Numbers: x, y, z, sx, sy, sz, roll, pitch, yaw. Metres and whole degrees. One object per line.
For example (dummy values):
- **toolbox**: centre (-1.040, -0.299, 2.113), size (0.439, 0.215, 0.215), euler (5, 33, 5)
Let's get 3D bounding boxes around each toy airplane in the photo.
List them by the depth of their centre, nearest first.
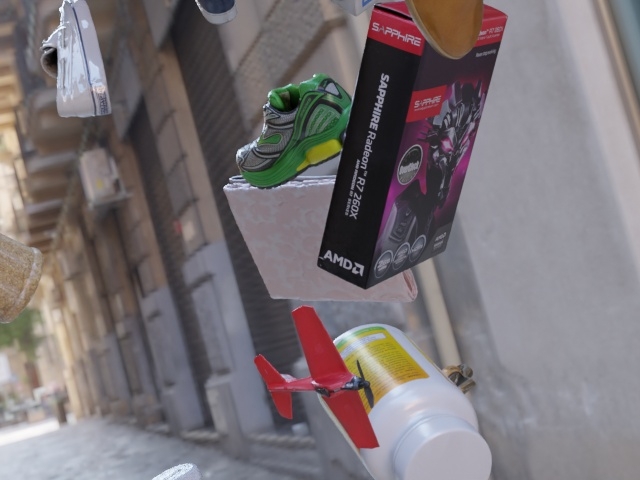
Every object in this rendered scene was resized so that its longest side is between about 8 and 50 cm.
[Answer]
- **toy airplane**: centre (-0.008, 0.126, 1.009), size (0.028, 0.151, 0.151), euler (-35, 8, -35)

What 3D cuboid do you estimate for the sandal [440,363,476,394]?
- **sandal**: centre (0.199, 0.217, 1.741), size (0.072, 0.049, 0.180), euler (-41, -1, 11)

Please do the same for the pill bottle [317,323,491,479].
- **pill bottle**: centre (0.094, 0.201, 1.279), size (0.136, 0.136, 0.246), euler (-14, 23, -14)

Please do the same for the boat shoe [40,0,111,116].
- **boat shoe**: centre (-0.375, -0.275, 1.696), size (0.088, 0.267, 0.096), euler (-12, -39, -12)

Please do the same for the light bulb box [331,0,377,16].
- **light bulb box**: centre (0.088, -0.619, 1.778), size (0.361, 0.225, 0.358), euler (-40, -34, -21)

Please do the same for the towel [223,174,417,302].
- **towel**: centre (0.000, 0.000, 2.247), size (0.331, 0.317, 0.053), euler (0, 41, 29)

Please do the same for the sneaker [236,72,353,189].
- **sneaker**: centre (-0.046, -0.194, 1.938), size (0.134, 0.146, 0.343), euler (-43, 11, -35)

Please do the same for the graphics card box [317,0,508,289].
- **graphics card box**: centre (0.124, -0.136, 1.535), size (0.094, 0.371, 0.233), euler (26, 26, 26)

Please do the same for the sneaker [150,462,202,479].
- **sneaker**: centre (-0.267, 0.422, 1.651), size (0.258, 0.091, 0.094), euler (-25, 9, -35)

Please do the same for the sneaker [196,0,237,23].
- **sneaker**: centre (-0.218, -0.499, 1.953), size (0.086, 0.226, 0.163), euler (-29, -37, -14)

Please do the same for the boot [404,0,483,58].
- **boot**: centre (0.175, -0.276, 1.001), size (0.211, 0.104, 0.295), euler (3, -36, 26)

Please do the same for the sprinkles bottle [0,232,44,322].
- **sprinkles bottle**: centre (-0.563, -0.008, 1.560), size (0.355, 0.121, 0.121), euler (30, -32, -30)
